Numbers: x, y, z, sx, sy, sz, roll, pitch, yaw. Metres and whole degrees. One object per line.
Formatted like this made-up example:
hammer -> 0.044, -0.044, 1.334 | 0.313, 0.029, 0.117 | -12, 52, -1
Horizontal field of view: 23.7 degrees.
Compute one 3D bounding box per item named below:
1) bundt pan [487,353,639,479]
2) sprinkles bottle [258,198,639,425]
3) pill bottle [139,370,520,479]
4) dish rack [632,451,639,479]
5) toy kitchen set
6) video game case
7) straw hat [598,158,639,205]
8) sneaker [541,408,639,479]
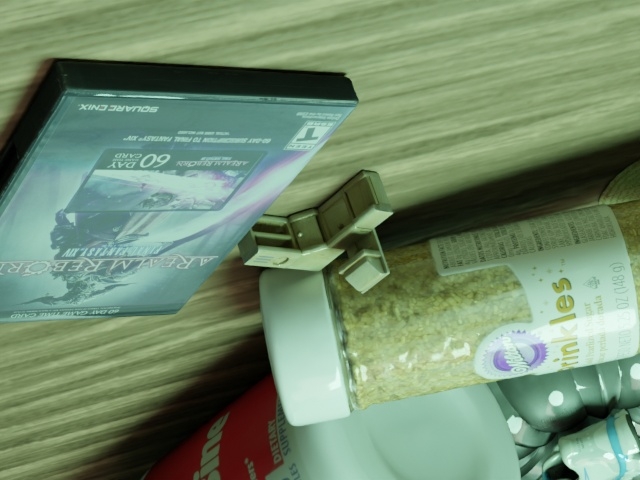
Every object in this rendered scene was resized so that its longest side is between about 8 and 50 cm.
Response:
bundt pan -> 0.244, 0.140, 1.457 | 0.330, 0.124, 0.331 | -16, 156, -7
sprinkles bottle -> 0.136, 0.046, 1.133 | 0.355, 0.121, 0.121 | -12, 156, 1
pill bottle -> -0.034, 0.253, 1.362 | 0.229, 0.229, 0.407 | 4, 147, -41
dish rack -> 0.353, 0.273, 1.749 | 0.285, 0.072, 0.333 | 15, 168, 25
toy kitchen set -> 0.000, 0.000, 1.049 | 0.075, 0.068, 0.083 | 6, 145, -43
video game case -> -0.124, -0.021, 0.970 | 0.196, 0.026, 0.274 | -1, 149, -34
straw hat -> 0.299, -0.026, 1.220 | 0.144, 0.061, 0.144 | -15, 156, -7
sneaker -> 0.241, 0.210, 1.383 | 0.082, 0.071, 0.191 | -13, 147, 1
